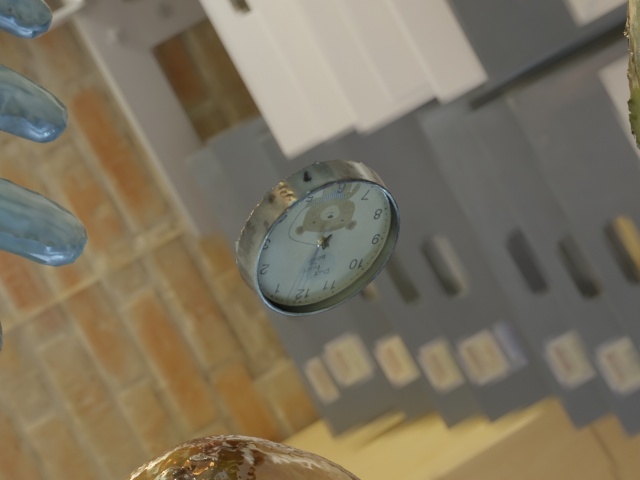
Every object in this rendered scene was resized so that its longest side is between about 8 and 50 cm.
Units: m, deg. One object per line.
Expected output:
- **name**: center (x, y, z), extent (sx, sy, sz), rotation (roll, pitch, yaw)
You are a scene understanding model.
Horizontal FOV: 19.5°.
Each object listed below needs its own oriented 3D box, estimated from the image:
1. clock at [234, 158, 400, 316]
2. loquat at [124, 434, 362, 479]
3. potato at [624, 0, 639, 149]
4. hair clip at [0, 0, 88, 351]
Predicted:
- **clock**: center (0.000, 0.000, 0.896), extent (0.017, 0.085, 0.085), rotation (50, 166, 42)
- **loquat**: center (-0.036, 0.205, 1.088), extent (0.234, 0.176, 0.187), rotation (42, 162, -31)
- **potato**: center (0.180, -0.091, 0.889), extent (0.054, 0.119, 0.198), rotation (19, 144, 38)
- **hair clip**: center (-0.225, -0.021, 0.636), extent (0.392, 0.238, 0.318), rotation (24, -150, -29)
